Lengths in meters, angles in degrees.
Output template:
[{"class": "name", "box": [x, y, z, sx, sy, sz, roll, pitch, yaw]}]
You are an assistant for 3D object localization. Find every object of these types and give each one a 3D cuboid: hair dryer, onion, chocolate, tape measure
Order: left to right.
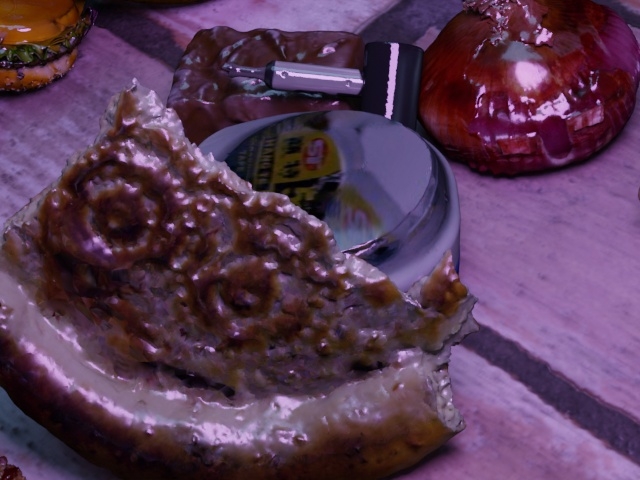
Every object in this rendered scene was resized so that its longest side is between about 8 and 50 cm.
[{"class": "chocolate", "box": [-0.046, -0.158, 1.460, 0.214, 0.093, 0.148, 0, 47, 14]}, {"class": "tape measure", "box": [-0.002, -0.001, 1.259, 0.262, 0.138, 0.259, -7, 45, 7]}, {"class": "hair dryer", "box": [-0.001, -0.150, 1.360, 0.198, 0.057, 0.100, 7, 87, 3]}, {"class": "onion", "box": [0.200, -0.180, 1.369, 0.230, 0.163, 0.230, -6, 41, 5]}]

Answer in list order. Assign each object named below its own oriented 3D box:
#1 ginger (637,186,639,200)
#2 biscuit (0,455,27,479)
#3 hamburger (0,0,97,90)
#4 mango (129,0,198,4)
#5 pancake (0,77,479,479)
[{"class": "ginger", "box": [0.409, -0.035, 1.210, 0.263, 0.109, 0.116, 22, 27, 31]}, {"class": "biscuit", "box": [-0.294, 0.209, 1.192, 0.199, 0.034, 0.064, 31, 58, 36]}, {"class": "hamburger", "box": [-0.347, -0.236, 1.605, 0.164, 0.093, 0.189, 12, 36, 11]}, {"class": "mango", "box": [-0.213, -0.389, 1.589, 0.378, 0.264, 0.221, -13, 62, -23]}, {"class": "pancake", "box": [-0.086, 0.074, 1.111, 0.427, 0.304, 0.067, 29, 18, 0]}]
